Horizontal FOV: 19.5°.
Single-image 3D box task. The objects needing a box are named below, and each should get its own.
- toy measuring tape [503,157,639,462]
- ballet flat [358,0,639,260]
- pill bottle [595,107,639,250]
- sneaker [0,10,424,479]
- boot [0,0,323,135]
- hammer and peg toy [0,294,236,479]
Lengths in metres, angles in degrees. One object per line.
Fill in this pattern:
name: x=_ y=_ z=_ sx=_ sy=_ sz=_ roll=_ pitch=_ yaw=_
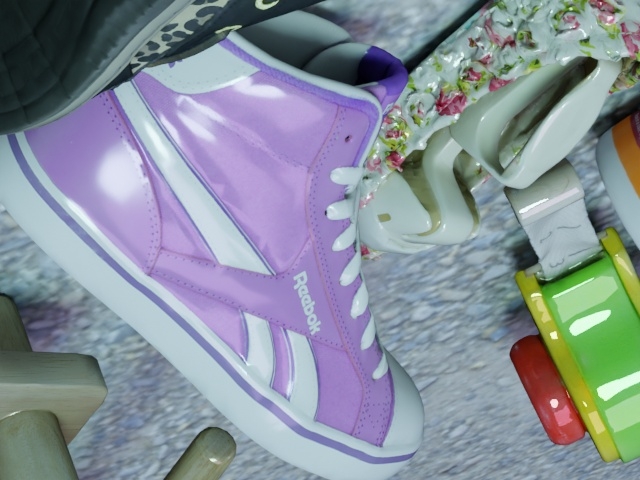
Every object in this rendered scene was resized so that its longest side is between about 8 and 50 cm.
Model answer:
toy measuring tape: x=0.160 y=0.055 z=1.040 sx=0.121 sy=0.121 sz=0.330 roll=-25 pitch=160 yaw=4
ballet flat: x=0.067 y=-0.046 z=0.889 sx=0.091 sy=0.077 sz=0.241 roll=9 pitch=138 yaw=-42
pill bottle: x=0.262 y=-0.061 z=0.954 sx=0.221 sy=0.121 sz=0.121 roll=-34 pitch=149 yaw=19
sneaker: x=0.000 y=0.000 z=0.843 sx=0.161 sy=0.102 sz=0.282 roll=-37 pitch=130 yaw=12
boot: x=-0.028 y=-0.109 z=0.705 sx=0.178 sy=0.085 sz=0.236 roll=-13 pitch=170 yaw=-44
hammer and peg toy: x=-0.221 y=0.130 z=0.928 sx=0.361 sy=0.127 sz=0.266 roll=5 pitch=138 yaw=-39
